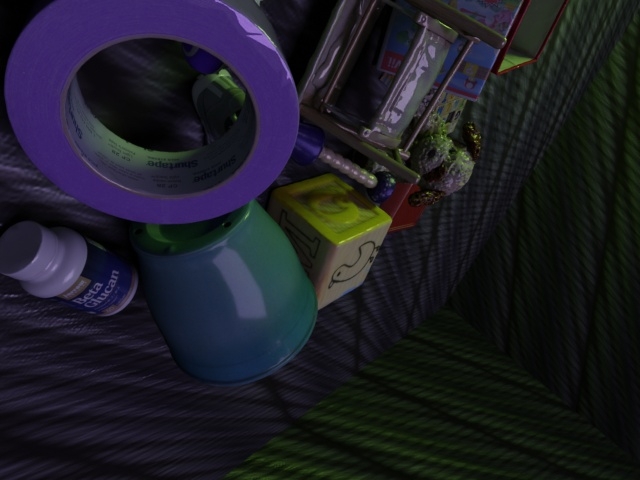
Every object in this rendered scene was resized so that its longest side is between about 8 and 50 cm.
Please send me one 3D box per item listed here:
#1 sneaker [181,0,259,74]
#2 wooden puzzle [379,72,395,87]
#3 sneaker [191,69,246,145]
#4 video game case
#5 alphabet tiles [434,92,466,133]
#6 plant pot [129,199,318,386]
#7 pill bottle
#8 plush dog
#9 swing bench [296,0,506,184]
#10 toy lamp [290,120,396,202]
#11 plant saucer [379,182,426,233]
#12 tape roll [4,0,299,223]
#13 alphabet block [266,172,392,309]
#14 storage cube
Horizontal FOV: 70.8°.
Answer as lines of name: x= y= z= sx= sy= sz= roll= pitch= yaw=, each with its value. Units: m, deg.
sneaker: x=-0.127 y=-0.320 z=0.445 sx=0.146 sy=0.102 sz=0.293 roll=-10 pitch=131 yaw=-43
wooden puzzle: x=0.145 y=-0.344 z=0.928 sx=0.049 sy=0.006 sz=0.083 roll=-56 pitch=154 yaw=15
sneaker: x=-0.110 y=-0.133 z=0.673 sx=0.086 sy=0.132 sz=0.229 roll=-41 pitch=153 yaw=-15
video game case: x=0.231 y=-0.403 z=0.772 sx=0.025 sy=0.204 sz=0.285 roll=-64 pitch=172 yaw=-48
alphabet tiles: x=0.328 y=-0.351 z=1.206 sx=0.237 sy=0.009 sz=0.198 roll=-29 pitch=148 yaw=-37
plant pot: x=-0.159 y=0.045 z=0.718 sx=0.271 sy=0.271 sz=0.255 roll=-37 pitch=138 yaw=-23
pill bottle: x=-0.333 y=0.039 z=0.601 sx=0.094 sy=0.094 sz=0.169 roll=-46 pitch=154 yaw=-6
plush dog: x=0.237 y=-0.190 z=1.032 sx=0.262 sy=0.225 sz=0.210 roll=-52 pitch=154 yaw=6
swing bench: x=0.106 y=-0.275 z=0.740 sx=0.253 sy=0.254 sz=0.165 roll=-60 pitch=-171 yaw=24
toy lamp: x=0.034 y=-0.148 z=0.860 sx=0.274 sy=0.080 sz=0.080 roll=22 pitch=109 yaw=-38
plant saucer: x=0.278 y=-0.124 z=1.395 sx=0.259 sy=0.048 sz=0.258 roll=-13 pitch=137 yaw=-52
tape roll: x=-0.165 y=-0.144 z=0.481 sx=0.274 sy=0.090 sz=0.275 roll=-9 pitch=139 yaw=-8
alphabet block: x=0.000 y=0.000 z=0.961 sx=0.192 sy=0.193 sz=0.197 roll=-26 pitch=146 yaw=-42
storage cube: x=0.338 y=-0.458 z=0.862 sx=0.183 sy=0.193 sz=0.215 roll=-29 pitch=149 yaw=-36
